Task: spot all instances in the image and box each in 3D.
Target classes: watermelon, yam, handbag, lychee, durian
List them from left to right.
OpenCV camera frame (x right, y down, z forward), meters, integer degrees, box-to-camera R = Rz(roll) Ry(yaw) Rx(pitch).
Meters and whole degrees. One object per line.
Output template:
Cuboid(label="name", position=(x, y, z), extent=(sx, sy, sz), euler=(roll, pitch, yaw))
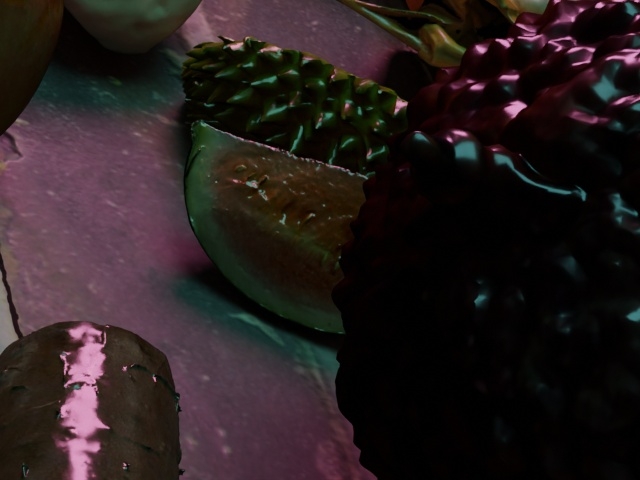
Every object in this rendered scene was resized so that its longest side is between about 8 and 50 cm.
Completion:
Cuboid(label="yam", position=(-0.142, 0.152, 1.099), extent=(0.128, 0.129, 0.238), euler=(16, 34, -15))
Cuboid(label="watermelon", position=(0.000, 0.000, 1.424), extent=(0.245, 0.119, 0.063), euler=(26, 21, 3))
Cuboid(label="durian", position=(0.034, -0.068, 1.520), extent=(0.351, 0.158, 0.169), euler=(27, 25, 12))
Cuboid(label="handbag", position=(0.223, -0.139, 1.680), extent=(0.401, 0.133, 0.283), euler=(33, 12, 12))
Cuboid(label="lychee", position=(0.201, 0.039, 1.198), extent=(0.500, 0.424, 0.425), euler=(39, 18, -40))

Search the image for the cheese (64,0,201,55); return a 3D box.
Cuboid(label="cheese", position=(-0.152, -0.288, 1.629), extent=(0.173, 0.251, 0.248), euler=(43, 31, -36))

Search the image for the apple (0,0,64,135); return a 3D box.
Cuboid(label="apple", position=(-0.311, -0.168, 1.388), extent=(0.253, 0.254, 0.253), euler=(17, 33, -11))
